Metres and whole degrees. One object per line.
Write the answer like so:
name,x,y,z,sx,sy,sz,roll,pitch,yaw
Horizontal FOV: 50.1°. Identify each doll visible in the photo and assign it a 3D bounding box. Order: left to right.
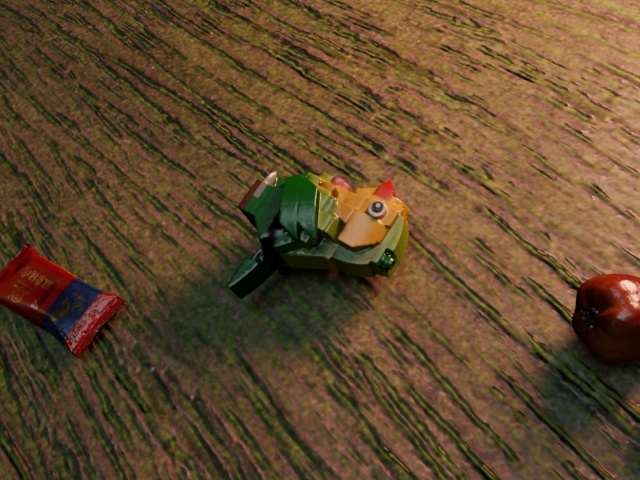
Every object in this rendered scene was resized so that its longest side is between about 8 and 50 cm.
doll,0.001,-0.008,0.727,0.186,0.106,0.134,-2,64,15

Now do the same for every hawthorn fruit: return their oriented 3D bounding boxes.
hawthorn fruit,0.282,0.070,0.619,0.093,0.081,0.081,5,55,-15

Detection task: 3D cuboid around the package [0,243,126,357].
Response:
package,-0.327,0.067,0.828,0.200,0.022,0.083,23,68,29
